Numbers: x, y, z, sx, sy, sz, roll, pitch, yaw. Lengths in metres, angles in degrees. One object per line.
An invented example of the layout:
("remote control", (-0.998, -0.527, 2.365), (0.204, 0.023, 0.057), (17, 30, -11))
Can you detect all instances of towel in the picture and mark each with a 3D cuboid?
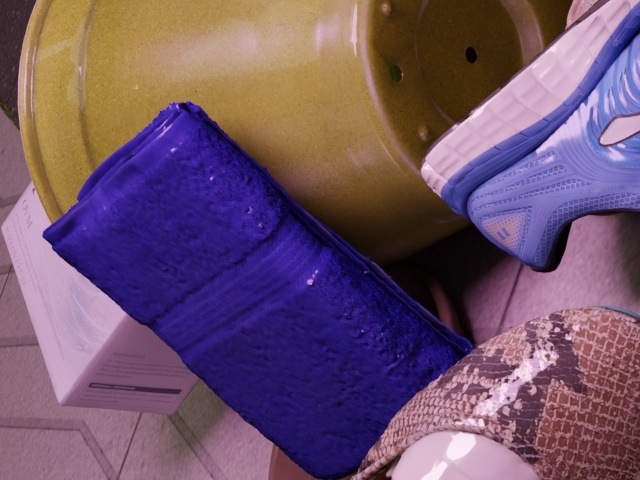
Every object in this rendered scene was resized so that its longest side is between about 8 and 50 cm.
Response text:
("towel", (-0.043, 0.040, 1.474), (0.227, 0.308, 0.076), (-33, 16, 53))

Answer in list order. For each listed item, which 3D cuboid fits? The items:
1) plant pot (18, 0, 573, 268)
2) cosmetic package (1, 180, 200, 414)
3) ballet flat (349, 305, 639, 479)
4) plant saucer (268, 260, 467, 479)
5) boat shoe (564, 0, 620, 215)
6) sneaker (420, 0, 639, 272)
("plant pot", (0.008, -0.124, 1.563), (0.353, 0.366, 0.366), (-8, 63, 50))
("cosmetic package", (-0.168, 0.004, 1.834), (0.225, 0.138, 0.224), (-51, 47, 32))
("ballet flat", (0.055, 0.217, 1.332), (0.483, 0.164, 0.182), (-41, 0, 44))
("plant saucer", (0.041, 0.153, 1.598), (0.278, 0.041, 0.278), (-46, 32, 41))
("boat shoe", (0.226, -0.170, 1.388), (0.302, 0.109, 0.098), (-70, 25, 13))
("sneaker", (0.224, -0.098, 1.270), (0.330, 0.147, 0.130), (-41, 0, 31))
